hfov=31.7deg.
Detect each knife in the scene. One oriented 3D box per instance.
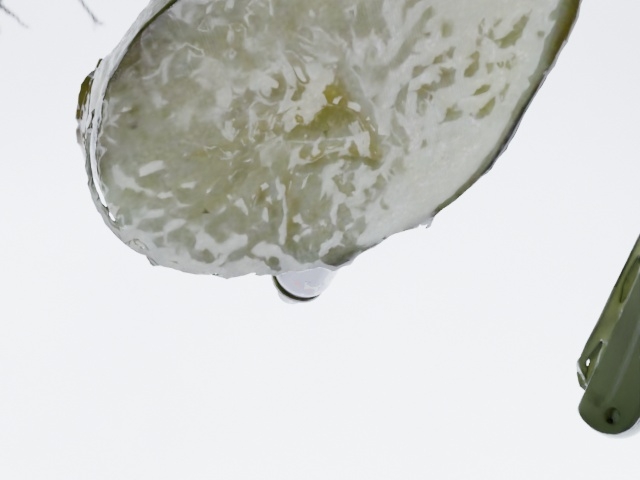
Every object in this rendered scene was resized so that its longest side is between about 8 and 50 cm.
[{"bbox_3d":[0.280,0.037,0.933,0.073,0.040,0.266,25,-85,31],"label":"knife"}]

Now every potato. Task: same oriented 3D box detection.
[{"bbox_3d":[-0.014,-0.186,0.849,0.397,0.290,0.296,-42,-137,6],"label":"potato"}]

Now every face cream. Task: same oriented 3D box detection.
[{"bbox_3d":[0.000,0.000,1.301,0.075,0.229,0.075,11,-127,-15],"label":"face cream"}]
